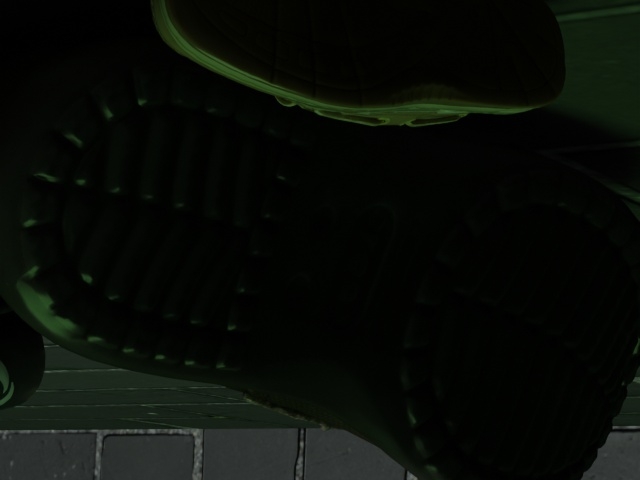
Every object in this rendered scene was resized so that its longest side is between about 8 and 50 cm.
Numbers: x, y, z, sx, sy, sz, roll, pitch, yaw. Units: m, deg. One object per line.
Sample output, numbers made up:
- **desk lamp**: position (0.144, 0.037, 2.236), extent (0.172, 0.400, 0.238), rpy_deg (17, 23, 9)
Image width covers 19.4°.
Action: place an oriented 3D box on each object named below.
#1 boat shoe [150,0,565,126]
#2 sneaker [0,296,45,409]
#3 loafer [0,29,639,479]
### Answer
- **boat shoe**: position (0.007, -0.053, 0.527), extent (0.135, 0.050, 0.045), rpy_deg (9, 163, -35)
- **sneaker**: position (-0.164, 0.054, 0.651), extent (0.180, 0.124, 0.321), rpy_deg (12, -149, -36)
- **loafer**: position (0.000, 0.000, 0.701), extent (0.130, 0.133, 0.366), rpy_deg (25, 178, 43)
